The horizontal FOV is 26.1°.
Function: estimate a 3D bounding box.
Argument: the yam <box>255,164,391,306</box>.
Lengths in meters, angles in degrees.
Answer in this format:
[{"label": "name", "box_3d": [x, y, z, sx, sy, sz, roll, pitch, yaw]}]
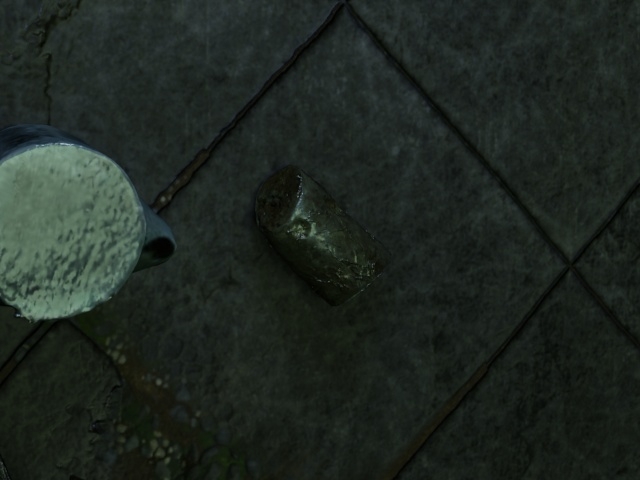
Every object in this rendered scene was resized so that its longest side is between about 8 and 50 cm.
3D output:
[{"label": "yam", "box_3d": [0.000, 0.000, 1.671, 0.107, 0.107, 0.183, -49, 114, -9]}]

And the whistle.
[{"label": "whistle", "box_3d": [-0.362, 0.001, 1.461, 0.404, 0.168, 0.188, -20, 108, -16]}]

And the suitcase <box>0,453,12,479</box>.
[{"label": "suitcase", "box_3d": [-0.450, 0.279, 1.490, 0.229, 0.152, 0.335, -26, 109, -20]}]
